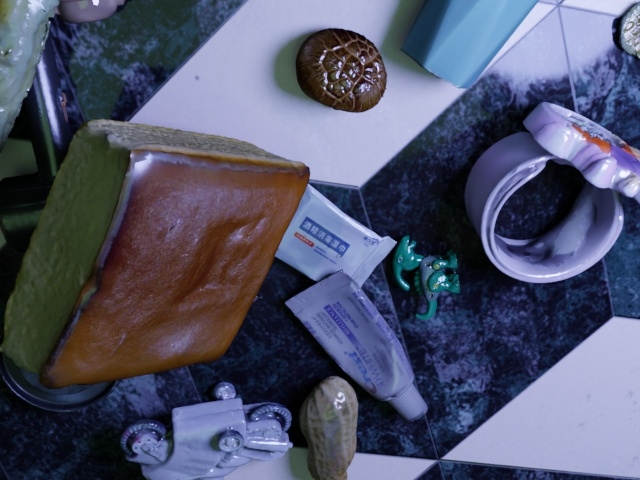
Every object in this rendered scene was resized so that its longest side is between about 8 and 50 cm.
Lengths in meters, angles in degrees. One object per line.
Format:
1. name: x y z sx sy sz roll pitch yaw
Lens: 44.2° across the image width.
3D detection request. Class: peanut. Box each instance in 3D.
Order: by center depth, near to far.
1. peanut: 0.013 0.303 1.237 0.093 0.083 0.194 2 110 -6

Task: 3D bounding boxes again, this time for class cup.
1. cup: 0.212 -0.315 1.007 0.134 0.148 0.235 26 110 -11

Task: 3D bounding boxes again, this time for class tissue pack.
1. tissue pack: 0.000 0.000 1.156 0.193 0.026 0.122 32 103 -16

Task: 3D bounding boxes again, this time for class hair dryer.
1. hair dryer: -0.340 -0.166 1.032 0.189 0.107 0.352 -9 105 -5

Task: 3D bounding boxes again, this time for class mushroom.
1. mushroom: 0.029 -0.223 1.047 0.126 0.085 0.109 5 109 -14

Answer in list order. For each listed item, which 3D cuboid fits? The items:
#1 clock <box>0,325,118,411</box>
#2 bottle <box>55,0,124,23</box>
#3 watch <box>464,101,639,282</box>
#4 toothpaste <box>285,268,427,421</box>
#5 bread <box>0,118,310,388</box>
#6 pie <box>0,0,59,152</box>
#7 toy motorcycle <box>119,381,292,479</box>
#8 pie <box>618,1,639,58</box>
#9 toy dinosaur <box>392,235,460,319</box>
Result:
1. clock: -0.382 0.165 1.171 0.185 0.040 0.184 -2 109 -5
2. bottle: -0.297 -0.373 0.957 0.110 0.097 0.209 -16 113 -18
3. watch: 0.340 -0.044 1.095 0.244 0.196 0.231 23 113 -17
4. toothpaste: 0.073 0.169 1.202 0.099 0.068 0.282 -41 110 -6
5. bread: -0.196 0.017 0.996 0.143 0.333 0.323 36 110 28
6. pie: -0.533 -0.223 0.928 0.418 0.180 0.395 15 110 -2
7. toy motorcycle: -0.173 0.321 1.223 0.260 0.110 0.171 -6 127 -11
8. pie: 0.455 -0.293 1.098 0.084 0.020 0.084 -2 110 -6
9. toy dinosaur: 0.157 0.056 1.182 0.096 0.059 0.132 -4 102 5
